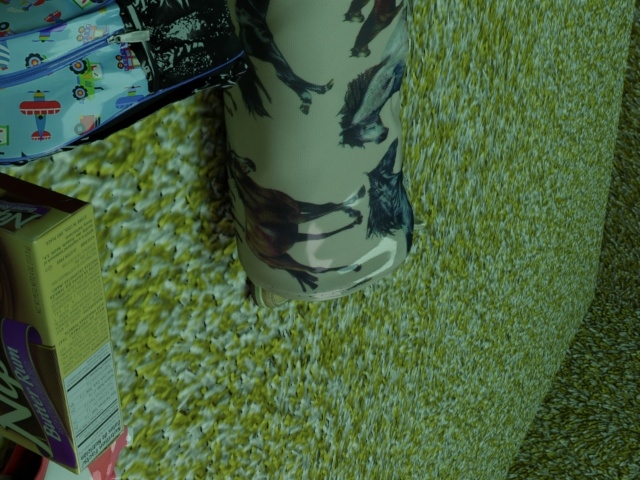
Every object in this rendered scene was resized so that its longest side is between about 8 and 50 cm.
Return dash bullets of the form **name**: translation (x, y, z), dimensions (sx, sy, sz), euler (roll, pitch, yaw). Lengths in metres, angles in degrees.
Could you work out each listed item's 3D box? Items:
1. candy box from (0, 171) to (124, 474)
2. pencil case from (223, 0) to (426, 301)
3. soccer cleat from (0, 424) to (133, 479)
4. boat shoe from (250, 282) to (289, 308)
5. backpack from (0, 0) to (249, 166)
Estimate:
- **candy box**: translation (-0.189, 0.050, 0.639), dimensions (0.053, 0.109, 0.187), euler (-43, 144, -46)
- **pencil case**: translation (0.006, -0.156, 0.843), dimensions (0.183, 0.160, 0.410), euler (-29, 134, -34)
- **soccer cleat**: translation (-0.218, 0.226, 0.761), dimensions (0.095, 0.083, 0.248), euler (12, 102, -36)
- **boat shoe**: translation (0.000, 0.000, 1.047), dimensions (0.190, 0.072, 0.068), euler (-56, 151, -31)
- **backpack**: translation (-0.153, -0.118, 0.560), dimensions (0.173, 0.158, 0.117), euler (-37, 132, -34)
